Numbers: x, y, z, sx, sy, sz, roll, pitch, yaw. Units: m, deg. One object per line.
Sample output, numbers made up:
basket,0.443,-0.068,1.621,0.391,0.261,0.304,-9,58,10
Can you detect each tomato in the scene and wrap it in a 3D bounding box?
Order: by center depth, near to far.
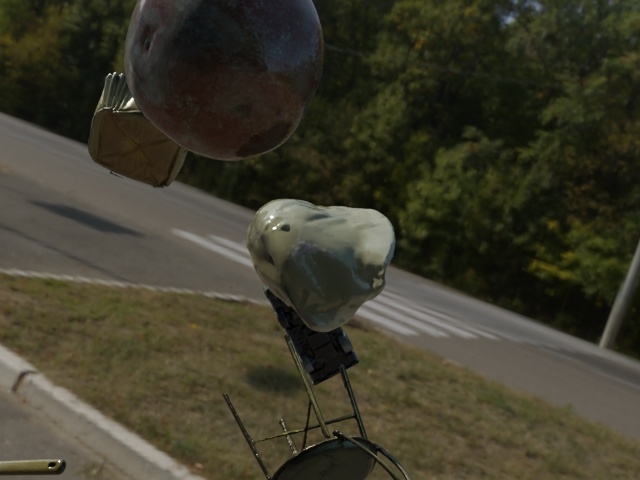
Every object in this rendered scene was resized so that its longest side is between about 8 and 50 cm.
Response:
tomato,-0.143,-0.281,1.384,0.282,0.317,0.316,1,14,-45

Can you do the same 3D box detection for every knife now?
knife,-0.544,0.368,1.504,0.297,0.047,0.017,-7,-36,21

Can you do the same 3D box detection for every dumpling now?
dumpling,0.000,0.000,1.559,0.187,0.242,0.318,60,4,-41

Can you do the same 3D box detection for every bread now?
bread,-0.344,-0.216,1.760,0.192,0.110,0.210,18,-35,-7

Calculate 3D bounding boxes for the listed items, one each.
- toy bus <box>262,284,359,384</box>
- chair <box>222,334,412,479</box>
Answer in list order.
toy bus,-0.024,0.162,1.877,0.234,0.116,0.133,63,1,-14
chair,0.012,0.284,1.136,0.160,0.170,0.326,35,17,-44
